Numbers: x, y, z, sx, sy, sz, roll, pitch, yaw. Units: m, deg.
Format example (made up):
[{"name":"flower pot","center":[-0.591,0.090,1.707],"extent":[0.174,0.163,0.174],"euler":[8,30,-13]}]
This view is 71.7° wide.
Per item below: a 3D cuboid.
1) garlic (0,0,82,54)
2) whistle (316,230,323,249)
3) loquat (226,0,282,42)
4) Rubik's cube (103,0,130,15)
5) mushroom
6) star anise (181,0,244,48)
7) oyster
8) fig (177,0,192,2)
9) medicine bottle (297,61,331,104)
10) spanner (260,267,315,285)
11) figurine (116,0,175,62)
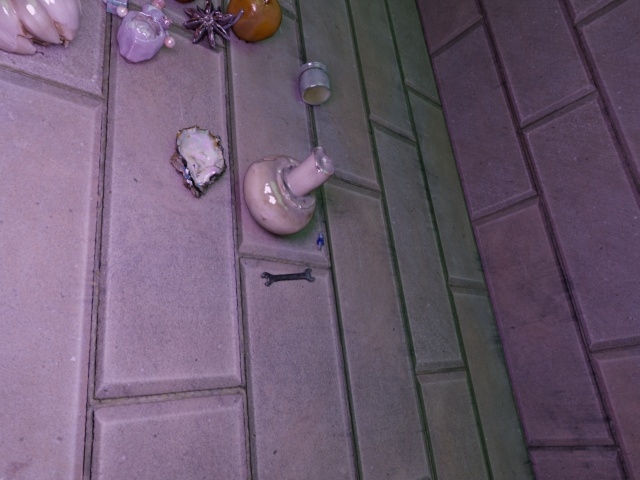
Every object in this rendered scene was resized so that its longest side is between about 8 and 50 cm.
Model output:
[{"name":"garlic","center":[-0.776,-0.631,1.224],"extent":[0.203,0.185,0.281],"euler":[62,37,-33]},{"name":"whistle","center":[0.000,0.000,1.804],"extent":[0.033,0.029,0.083],"euler":[67,24,-49]},{"name":"loquat","center":[-0.271,-0.930,1.822],"extent":[0.238,0.238,0.193],"euler":[-24,89,-48]},{"name":"Rubik's cube","center":[-0.679,-0.802,1.478],"extent":[0.084,0.075,0.073],"euler":[21,60,-36]},{"name":"mushroom","center":[-0.104,-0.196,1.574],"extent":[0.314,0.336,0.314],"euler":[28,45,-31]},{"name":"star anise","center":[-0.416,-0.841,1.711],"extent":[0.231,0.089,0.209],"euler":[5,92,-10]},{"name":"oyster","center":[-0.402,-0.269,1.496],"extent":[0.198,0.092,0.259],"euler":[11,55,-42]},{"name":"fig","center":[-0.518,-1.005,1.678],"extent":[0.149,0.148,0.202],"euler":[-9,87,-20]},{"name":"medicine bottle","center":[-0.030,-0.722,2.035],"extent":[0.147,0.147,0.143],"euler":[10,61,-42]},{"name":"spanner","center":[-0.116,0.134,1.637],"extent":[0.254,0.015,0.054],"euler":[0,73,-45]},{"name":"figurine","center":[-0.585,-0.708,1.490],"extent":[0.200,0.133,0.276],"euler":[30,47,-22]}]
